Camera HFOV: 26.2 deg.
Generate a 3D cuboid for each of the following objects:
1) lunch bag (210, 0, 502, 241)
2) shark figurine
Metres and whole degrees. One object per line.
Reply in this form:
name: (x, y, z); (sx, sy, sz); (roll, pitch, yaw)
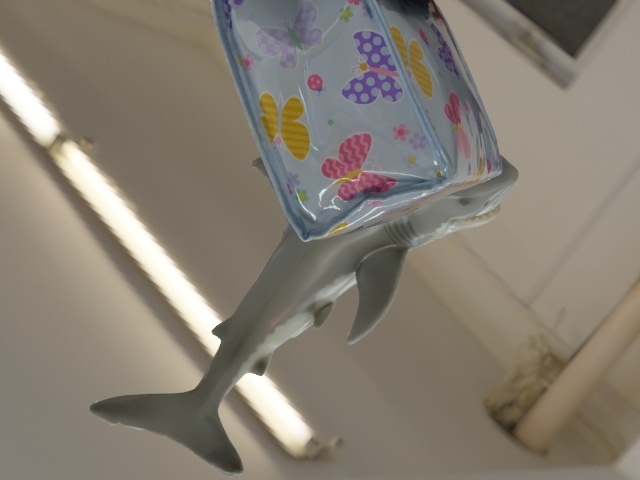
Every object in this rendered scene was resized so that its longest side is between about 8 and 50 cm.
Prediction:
lunch bag: (0.010, -0.047, 0.353); (0.083, 0.053, 0.071); (67, -162, 4)
shark figurine: (-0.020, 0.011, 0.858); (0.116, 0.278, 0.166); (48, -175, -18)
